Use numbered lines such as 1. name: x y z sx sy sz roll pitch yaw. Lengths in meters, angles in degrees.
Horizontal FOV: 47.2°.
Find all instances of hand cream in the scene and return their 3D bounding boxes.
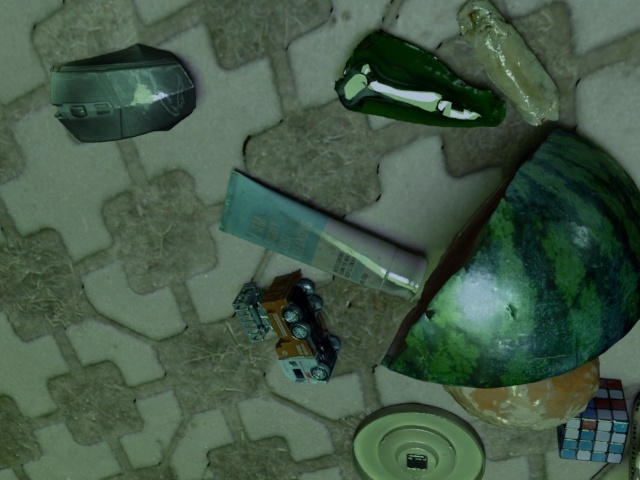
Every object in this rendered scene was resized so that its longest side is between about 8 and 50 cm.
1. hand cream: 0.000 0.000 1.066 0.313 0.070 0.111 20 127 4

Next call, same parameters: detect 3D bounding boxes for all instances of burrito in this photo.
1. burrito: 0.229 -0.213 0.887 0.058 0.045 0.188 -33 110 28

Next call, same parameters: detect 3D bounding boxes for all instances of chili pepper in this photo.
1. chili pepper: 0.127 -0.189 0.917 0.216 0.062 0.108 14 124 2

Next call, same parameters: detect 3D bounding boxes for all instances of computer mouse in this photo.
1. computer mouse: -0.279 -0.191 1.002 0.231 0.071 0.126 -5 121 16

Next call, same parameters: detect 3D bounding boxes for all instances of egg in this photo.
1. egg: 0.276 0.170 1.034 0.234 0.195 0.194 5 123 8

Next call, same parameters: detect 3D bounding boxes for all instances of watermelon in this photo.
1. watermelon: 0.249 0.008 0.895 0.319 0.292 0.222 4 127 22

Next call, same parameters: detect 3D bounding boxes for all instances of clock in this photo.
1. clock: 0.170 0.382 1.290 0.235 0.029 0.234 6 123 9

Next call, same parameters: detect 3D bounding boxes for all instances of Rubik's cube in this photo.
1. Rubik's cube: 0.415 0.275 1.127 0.092 0.092 0.092 2 123 12

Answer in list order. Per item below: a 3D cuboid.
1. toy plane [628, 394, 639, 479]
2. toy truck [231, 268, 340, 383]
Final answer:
1. toy plane: 0.506 0.334 1.113 0.092 0.229 0.244 17 98 36
2. toy truck: -0.049 0.146 1.161 0.115 0.080 0.177 -11 118 25
